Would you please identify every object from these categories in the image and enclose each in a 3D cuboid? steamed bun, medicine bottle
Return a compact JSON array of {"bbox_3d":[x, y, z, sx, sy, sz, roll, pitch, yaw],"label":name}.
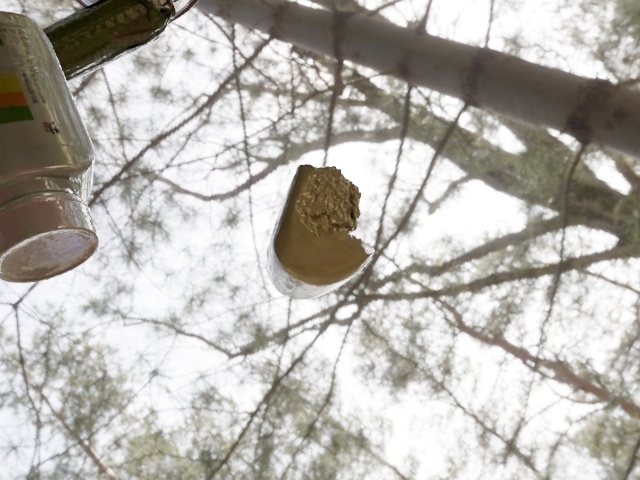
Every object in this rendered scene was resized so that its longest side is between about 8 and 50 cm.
[{"bbox_3d":[0.000,0.000,1.185,0.225,0.170,0.200,127,155,-73],"label":"steamed bun"},{"bbox_3d":[-0.336,-0.106,0.747,0.161,0.296,0.111,-15,-22,-28],"label":"medicine bottle"}]

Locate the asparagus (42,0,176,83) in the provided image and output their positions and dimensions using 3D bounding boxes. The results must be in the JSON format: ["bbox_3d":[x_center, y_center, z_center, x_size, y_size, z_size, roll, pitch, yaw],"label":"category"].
[{"bbox_3d":[-0.439,-0.343,1.247,0.381,0.128,0.108,-33,-70,-15],"label":"asparagus"}]

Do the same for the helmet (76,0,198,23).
[{"bbox_3d":[-0.395,-0.597,1.380,0.337,0.230,0.385,-45,-66,9],"label":"helmet"}]
